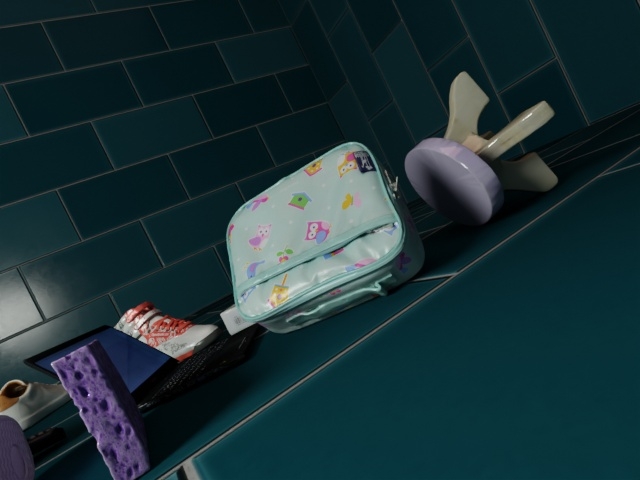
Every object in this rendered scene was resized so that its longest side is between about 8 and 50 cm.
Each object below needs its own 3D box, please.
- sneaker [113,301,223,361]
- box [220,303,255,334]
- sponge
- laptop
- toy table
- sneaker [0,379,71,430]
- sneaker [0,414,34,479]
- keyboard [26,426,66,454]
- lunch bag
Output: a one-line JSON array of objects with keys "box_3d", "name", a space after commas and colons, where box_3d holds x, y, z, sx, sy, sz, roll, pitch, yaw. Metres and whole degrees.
[{"box_3d": [-0.343, 0.195, 0.893, 0.269, 0.145, 0.090, -25, 2, 27], "name": "sneaker"}, {"box_3d": [-0.064, 0.105, 0.974, 0.232, 0.059, 0.322, -26, 3, 16], "name": "box"}, {"box_3d": [-0.219, 0.161, 0.423, 0.031, 0.117, 0.210, -29, 2, -28], "name": "sponge"}, {"box_3d": [-0.249, 0.159, 0.660, 0.264, 0.137, 0.234, -26, 2, -2], "name": "laptop"}, {"box_3d": [0.269, -0.144, 0.716, 0.161, 0.252, 0.274, -42, 14, 0], "name": "toy table"}, {"box_3d": [-0.750, 0.406, 1.088, 0.105, 0.123, 0.290, -28, 0, -9], "name": "sneaker"}, {"box_3d": [-0.376, 0.250, 0.368, 0.150, 0.094, 0.256, -23, 2, -16], "name": "sneaker"}, {"box_3d": [-0.467, 0.319, 0.584, 0.180, 0.023, 0.108, -21, -19, -29], "name": "keyboard"}, {"box_3d": [0.000, 0.000, 0.594, 0.279, 0.224, 0.108, -28, -40, 17], "name": "lunch bag"}]
